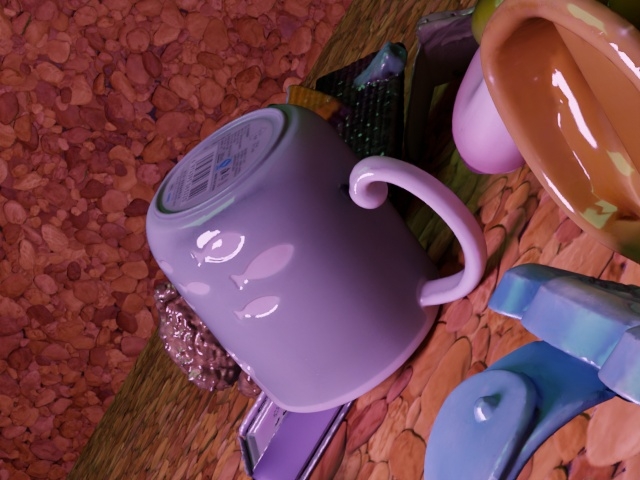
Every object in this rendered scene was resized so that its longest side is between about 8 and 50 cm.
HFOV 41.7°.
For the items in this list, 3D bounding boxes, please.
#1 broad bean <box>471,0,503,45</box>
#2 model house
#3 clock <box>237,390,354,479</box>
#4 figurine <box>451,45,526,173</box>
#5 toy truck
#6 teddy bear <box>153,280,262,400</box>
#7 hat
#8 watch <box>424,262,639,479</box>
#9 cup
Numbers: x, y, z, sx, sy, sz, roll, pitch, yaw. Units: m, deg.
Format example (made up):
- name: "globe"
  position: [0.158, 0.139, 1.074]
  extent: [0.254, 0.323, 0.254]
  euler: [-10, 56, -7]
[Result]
- name: "broad bean"
  position: [0.283, -0.335, 0.995]
  extent: [0.291, 0.119, 0.238]
  euler: [-60, 14, 1]
- name: "model house"
  position: [0.033, -0.150, 1.242]
  extent: [0.249, 0.229, 0.281]
  euler: [124, 160, -47]
- name: "clock"
  position: [-0.028, 0.216, 1.096]
  extent: [0.193, 0.073, 0.144]
  euler: [-59, 14, 4]
- name: "figurine"
  position: [0.238, -0.213, 0.699]
  extent: [0.284, 0.206, 0.316]
  euler: [-27, -10, -5]
- name: "toy truck"
  position: [0.232, -0.102, 0.449]
  extent: [0.211, 0.204, 0.288]
  euler: [-35, 11, -3]
- name: "teddy bear"
  position: [-0.122, 0.111, 1.217]
  extent: [0.296, 0.222, 0.247]
  euler: [178, 79, -78]
- name: "hat"
  position: [0.194, -0.244, 1.243]
  extent: [0.214, 0.149, 0.245]
  euler: [-69, -25, -69]
- name: "watch"
  position: [0.161, 0.123, 0.446]
  extent: [0.211, 0.210, 0.193]
  euler: [-134, 59, -75]
- name: "cup"
  position: [0.000, 0.000, 0.928]
  extent: [0.356, 0.274, 0.259]
  euler: [-15, 35, 38]
